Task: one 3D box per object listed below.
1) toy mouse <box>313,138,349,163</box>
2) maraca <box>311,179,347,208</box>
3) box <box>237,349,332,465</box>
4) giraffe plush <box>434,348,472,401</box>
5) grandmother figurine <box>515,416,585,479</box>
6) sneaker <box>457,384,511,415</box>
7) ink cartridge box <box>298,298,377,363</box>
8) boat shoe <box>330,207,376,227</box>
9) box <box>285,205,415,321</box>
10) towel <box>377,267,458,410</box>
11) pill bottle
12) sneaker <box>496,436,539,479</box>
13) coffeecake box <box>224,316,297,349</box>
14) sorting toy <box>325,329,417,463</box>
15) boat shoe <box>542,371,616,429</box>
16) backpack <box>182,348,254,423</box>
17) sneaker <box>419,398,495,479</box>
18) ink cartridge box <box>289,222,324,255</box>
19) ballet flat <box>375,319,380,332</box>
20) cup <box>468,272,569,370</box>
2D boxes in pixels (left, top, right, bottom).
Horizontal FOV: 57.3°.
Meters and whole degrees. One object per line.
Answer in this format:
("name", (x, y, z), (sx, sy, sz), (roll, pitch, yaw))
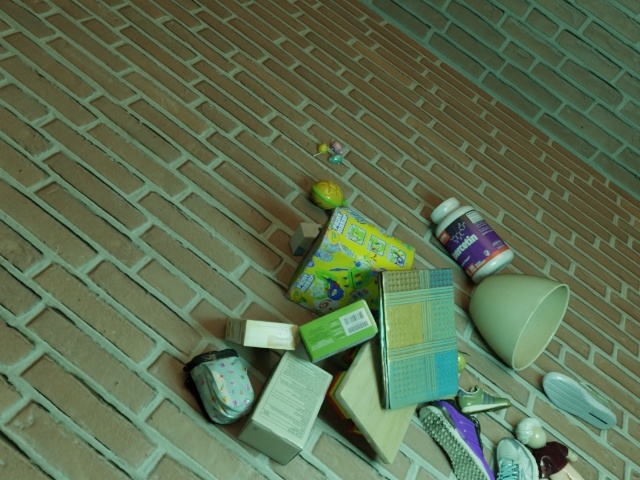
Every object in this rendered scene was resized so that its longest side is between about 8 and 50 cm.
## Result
("toy mouse", (0.061, -0.355, 2.357), (0.143, 0.031, 0.161), (29, 44, -4))
("maraca", (0.033, -0.166, 2.132), (0.127, 0.099, 0.186), (48, 21, 19))
("box", (-0.089, 0.428, 1.512), (0.149, 0.126, 0.232), (32, 44, -2))
("giraffe plush", (0.349, 0.398, 1.786), (0.181, 0.210, 0.170), (37, 76, -17))
("grandmother figurine", (0.723, 0.690, 1.775), (0.208, 0.104, 0.342), (-15, 63, -50))
("sneaker", (0.512, 0.495, 1.845), (0.192, 0.064, 0.086), (0, 57, -26))
("ink cartridge box", (0.043, 0.263, 1.616), (0.189, 0.255, 0.097), (-22, 74, -8))
("boat shoe", (0.120, -0.060, 2.107), (0.183, 0.066, 0.066), (19, 47, -14))
("box", (0.088, 0.100, 1.785), (0.279, 0.290, 0.177), (29, 44, -6))
("towel", (0.274, 0.265, 1.632), (0.272, 0.040, 0.369), (0, 85, -32))
("pill bottle", (0.567, -0.006, 2.234), (0.182, 0.181, 0.323), (-19, 63, -40))
("sneaker", (0.547, 0.683, 1.642), (0.122, 0.110, 0.282), (35, 37, -34))
("coffeecake box", (-0.163, 0.250, 1.580), (0.143, 0.185, 0.068), (10, 81, -23))
("sorting toy", (0.142, 0.430, 1.617), (0.255, 0.089, 0.257), (56, 40, -15))
("boat shoe", (0.880, 0.538, 2.011), (0.302, 0.109, 0.094), (37, 28, -9))
("backpack", (-0.248, 0.370, 1.481), (0.152, 0.115, 0.182), (-6, 59, -37))
("sneaker", (0.429, 0.582, 1.694), (0.146, 0.102, 0.293), (-16, 61, -39))
("ink cartridge box", (0.000, 0.000, 1.957), (0.180, 0.104, 0.060), (4, 50, -28))
("ballet flat", (0.216, 0.245, 1.885), (0.077, 0.077, 0.231), (36, 43, 4))
("cup", (0.656, 0.241, 2.008), (0.331, 0.330, 0.237), (-18, 38, -39))
